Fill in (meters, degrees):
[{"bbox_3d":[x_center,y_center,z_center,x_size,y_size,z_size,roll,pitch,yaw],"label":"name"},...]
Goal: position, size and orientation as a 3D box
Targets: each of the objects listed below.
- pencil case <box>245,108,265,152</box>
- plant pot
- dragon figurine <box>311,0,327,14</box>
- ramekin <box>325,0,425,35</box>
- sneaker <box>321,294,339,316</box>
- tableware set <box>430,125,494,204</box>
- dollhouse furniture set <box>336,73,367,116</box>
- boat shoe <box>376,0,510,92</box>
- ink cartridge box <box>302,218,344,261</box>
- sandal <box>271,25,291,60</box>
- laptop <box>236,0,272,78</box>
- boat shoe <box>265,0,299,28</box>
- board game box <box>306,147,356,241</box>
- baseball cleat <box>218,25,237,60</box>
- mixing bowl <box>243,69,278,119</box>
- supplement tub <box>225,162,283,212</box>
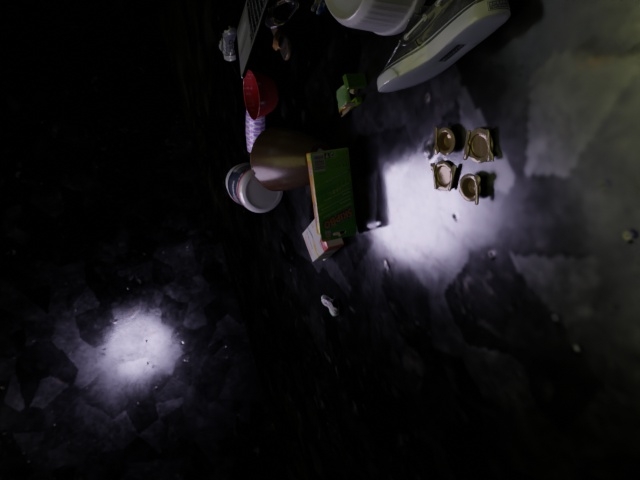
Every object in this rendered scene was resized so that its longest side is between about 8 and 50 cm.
[{"bbox_3d":[-0.273,-0.473,1.795,0.088,0.086,0.206,-78,-3,-53],"label":"pencil case"},{"bbox_3d":[-0.071,-0.258,1.353,0.230,0.215,0.216,12,115,47],"label":"plant pot"},{"bbox_3d":[-0.019,-0.709,1.094,0.085,0.143,0.290,128,156,-60],"label":"dragon figurine"},{"bbox_3d":[0.101,-0.568,0.865,0.273,0.127,0.273,42,139,52],"label":"ramekin"},{"bbox_3d":[0.040,0.219,1.529,0.098,0.038,0.069,48,143,32],"label":"sneaker"},{"bbox_3d":[0.273,-0.154,0.837,0.168,0.020,0.141,34,133,56],"label":"tableware set"},{"bbox_3d":[0.063,-0.388,1.127,0.151,0.058,0.076,-16,87,66],"label":"dollhouse furniture set"},{"bbox_3d":[0.201,-0.375,0.776,0.301,0.108,0.102,-18,86,63],"label":"boat shoe"},{"bbox_3d":[0.000,0.000,1.459,0.116,0.067,0.198,70,156,13],"label":"ink cartridge box"},{"bbox_3d":[-0.144,-0.682,1.438,0.180,0.048,0.072,67,154,21],"label":"sandal"},{"bbox_3d":[-0.295,-0.817,1.336,0.408,0.236,0.382,-57,32,38],"label":"laptop"},{"bbox_3d":[-0.129,-0.725,1.329,0.227,0.081,0.069,-6,78,64],"label":"boat shoe"},{"bbox_3d":[0.036,-0.133,1.240,0.039,0.124,0.260,16,116,64],"label":"board game box"},{"bbox_3d":[-0.400,-0.876,1.898,0.110,0.072,0.206,67,163,-13],"label":"baseball cleat"},{"bbox_3d":[-0.220,-0.555,1.611,0.181,0.098,0.182,40,137,53],"label":"mixing bowl"},{"bbox_3d":[-0.293,-0.234,1.826,0.272,0.191,0.191,28,128,59],"label":"supplement tub"}]
